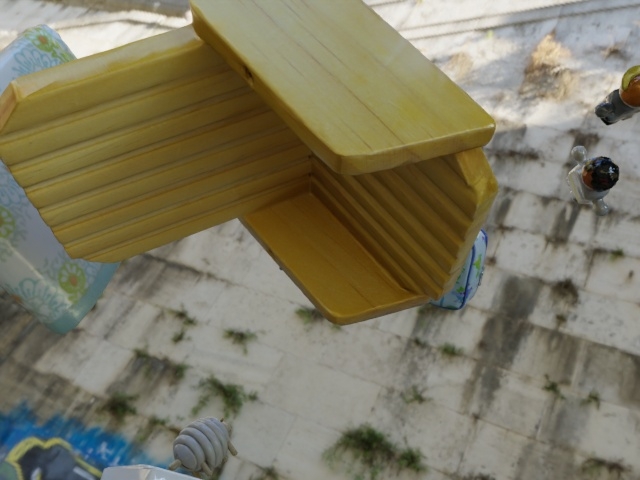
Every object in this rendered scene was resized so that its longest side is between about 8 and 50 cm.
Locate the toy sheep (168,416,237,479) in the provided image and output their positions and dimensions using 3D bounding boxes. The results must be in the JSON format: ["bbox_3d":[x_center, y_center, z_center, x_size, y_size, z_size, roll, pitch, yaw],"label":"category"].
[{"bbox_3d":[-0.192,0.334,1.106,0.091,0.132,0.091,11,-69,30],"label":"toy sheep"}]

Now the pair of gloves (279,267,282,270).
[{"bbox_3d":[0.000,0.000,1.307,0.159,0.198,0.023,9,-37,-10],"label":"pair of gloves"}]

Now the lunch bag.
[{"bbox_3d":[0.214,0.028,1.359,0.219,0.090,0.176,17,-66,28],"label":"lunch bag"}]

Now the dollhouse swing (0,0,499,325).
[{"bbox_3d":[-0.071,-0.021,0.655,0.315,0.305,0.347,48,-19,20],"label":"dollhouse swing"}]

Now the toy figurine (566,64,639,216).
[{"bbox_3d":[0.467,-0.114,0.954,0.209,0.213,0.148,28,0,8],"label":"toy figurine"}]

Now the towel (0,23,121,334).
[{"bbox_3d":[-0.397,-0.100,1.001,0.090,0.374,0.320,-18,-54,29],"label":"towel"}]

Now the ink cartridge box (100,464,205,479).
[{"bbox_3d":[-0.182,0.427,0.816,0.198,0.270,0.197,25,-28,-25],"label":"ink cartridge box"}]
